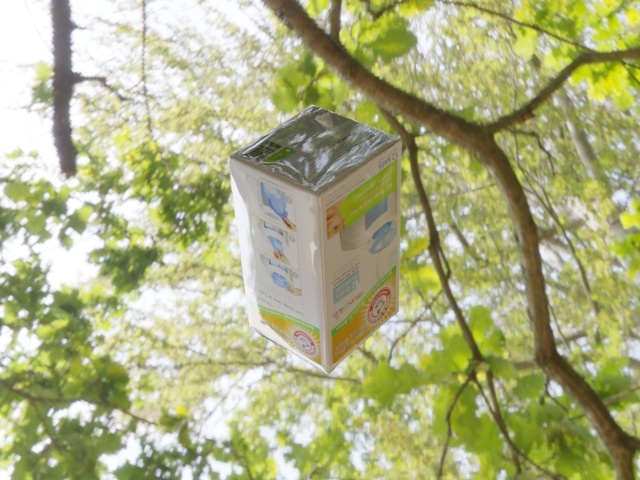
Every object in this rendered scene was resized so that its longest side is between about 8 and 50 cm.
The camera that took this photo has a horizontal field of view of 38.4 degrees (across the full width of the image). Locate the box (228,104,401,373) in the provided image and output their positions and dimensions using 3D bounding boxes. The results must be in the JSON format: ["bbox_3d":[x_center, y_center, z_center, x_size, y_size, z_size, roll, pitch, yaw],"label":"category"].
[{"bbox_3d":[0.000,0.000,0.833,0.103,0.114,0.203,26,-44,32],"label":"box"}]
